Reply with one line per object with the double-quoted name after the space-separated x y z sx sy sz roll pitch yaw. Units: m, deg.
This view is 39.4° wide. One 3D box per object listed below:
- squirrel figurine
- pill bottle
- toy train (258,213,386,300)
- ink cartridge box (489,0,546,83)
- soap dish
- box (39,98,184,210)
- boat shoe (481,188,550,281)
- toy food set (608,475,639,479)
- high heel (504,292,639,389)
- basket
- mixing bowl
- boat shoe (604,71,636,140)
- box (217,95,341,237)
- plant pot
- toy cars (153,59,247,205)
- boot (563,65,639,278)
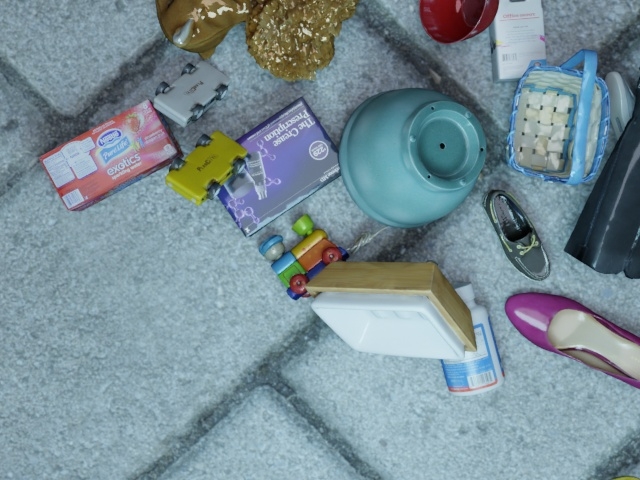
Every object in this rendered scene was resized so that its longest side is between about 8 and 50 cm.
-0.132 -0.489 1.787 0.397 0.281 0.370 45 96 0 "squirrel figurine"
0.303 0.205 1.880 0.124 0.124 0.221 -15 91 -1 "pill bottle"
0.000 0.000 1.887 0.248 0.105 0.143 -40 79 0 "toy train"
0.417 -0.431 1.899 0.104 0.061 0.181 -4 92 -2 "ink cartridge box"
0.146 0.135 1.781 0.291 0.229 0.118 0 56 37 "soap dish"
-0.428 -0.173 1.853 0.257 0.122 0.128 -29 93 -1 "box"
0.420 -0.007 1.905 0.081 0.068 0.227 -33 92 0 "boat shoe"
0.626 0.590 1.923 0.218 0.071 0.128 -15 92 -1 "toy food set"
0.571 0.207 1.858 0.377 0.181 0.127 21 91 -2 "high heel"
0.481 -0.239 1.791 0.201 0.289 0.254 8 94 1 "basket"
0.303 -0.494 1.859 0.098 0.181 0.181 -2 92 -42 "mixing bowl"
0.661 -0.275 1.911 0.063 0.066 0.184 -19 90 -14 "boat shoe"
-0.096 -0.151 1.875 0.261 0.103 0.184 -34 95 0 "box"
0.207 -0.176 1.788 0.293 0.196 0.292 1 86 -21 "plant pot"
-0.249 -0.209 1.797 0.177 0.087 0.393 4 50 -24 "toy cars"
0.734 -0.126 1.864 0.367 0.146 0.445 13 98 -24 "boot"
